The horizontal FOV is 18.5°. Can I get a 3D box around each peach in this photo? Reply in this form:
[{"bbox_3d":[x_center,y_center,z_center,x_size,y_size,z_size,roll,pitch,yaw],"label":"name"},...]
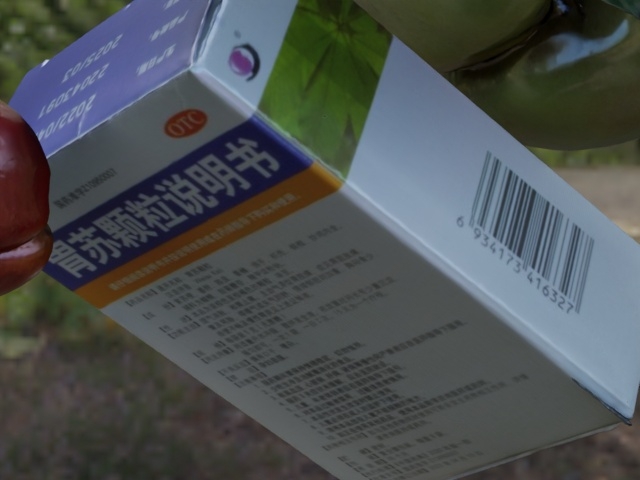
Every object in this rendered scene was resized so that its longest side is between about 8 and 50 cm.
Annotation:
[{"bbox_3d":[-0.161,-0.019,0.807,0.101,0.100,0.101,2,5,0],"label":"peach"},{"bbox_3d":[0.139,-0.197,1.261,0.292,0.247,0.292,25,28,-14],"label":"peach"}]

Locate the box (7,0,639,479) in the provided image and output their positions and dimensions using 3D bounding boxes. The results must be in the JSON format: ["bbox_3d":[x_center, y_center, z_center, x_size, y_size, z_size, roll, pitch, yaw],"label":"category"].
[{"bbox_3d":[0.000,0.000,1.003,0.299,0.106,0.200,38,-40,-24],"label":"box"}]

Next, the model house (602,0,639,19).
[{"bbox_3d":[0.148,-0.273,0.896,0.202,0.237,0.237,-34,61,-18],"label":"model house"}]
